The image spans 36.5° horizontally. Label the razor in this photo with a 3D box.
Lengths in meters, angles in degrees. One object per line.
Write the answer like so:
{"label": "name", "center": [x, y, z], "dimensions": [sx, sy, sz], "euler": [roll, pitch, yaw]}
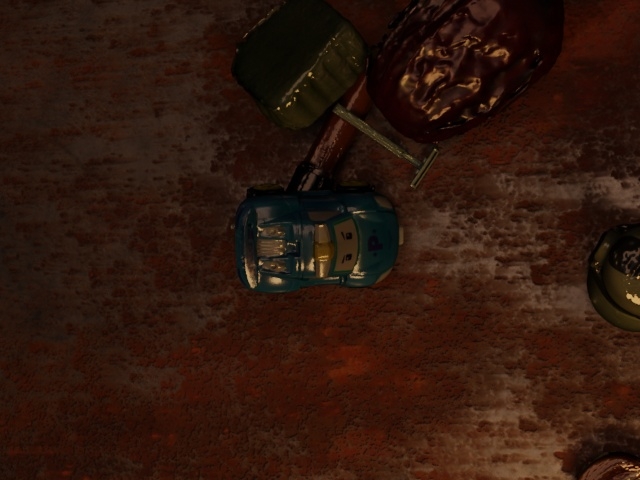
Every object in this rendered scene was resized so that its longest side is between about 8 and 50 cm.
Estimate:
{"label": "razor", "center": [0.111, -0.186, 1.770], "dimensions": [0.211, 0.036, 0.084], "euler": [33, 93, -9]}

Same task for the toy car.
{"label": "toy car", "center": [0.000, 0.000, 1.699], "dimensions": [0.314, 0.166, 0.198], "euler": [-2, 102, -11]}

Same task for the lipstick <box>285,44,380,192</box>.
{"label": "lipstick", "center": [0.017, -0.169, 1.801], "dimensions": [0.077, 0.077, 0.419], "euler": [28, 90, 15]}

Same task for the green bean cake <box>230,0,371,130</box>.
{"label": "green bean cake", "center": [-0.043, -0.328, 1.776], "dimensions": [0.227, 0.125, 0.222], "euler": [-43, 48, 3]}

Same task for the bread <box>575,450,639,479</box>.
{"label": "bread", "center": [0.498, 0.431, 1.619], "dimensions": [0.160, 0.073, 0.161], "euler": [-1, 86, 11]}

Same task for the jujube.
{"label": "jujube", "center": [0.257, -0.338, 1.687], "dimensions": [0.376, 0.258, 0.258], "euler": [-40, 76, 13]}

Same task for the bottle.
{"label": "bottle", "center": [0.504, 0.056, 1.517], "dimensions": [0.168, 0.347, 0.169], "euler": [-2, 82, 14]}
